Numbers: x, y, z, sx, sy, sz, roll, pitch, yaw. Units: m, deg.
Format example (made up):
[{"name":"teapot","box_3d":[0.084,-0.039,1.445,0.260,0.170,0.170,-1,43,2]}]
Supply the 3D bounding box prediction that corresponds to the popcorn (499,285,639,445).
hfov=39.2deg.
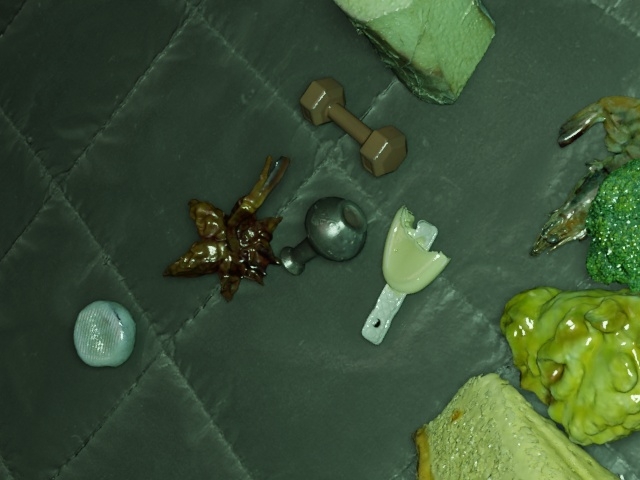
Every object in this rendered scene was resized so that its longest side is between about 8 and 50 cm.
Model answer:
[{"name":"popcorn","box_3d":[0.389,0.181,1.292,0.286,0.173,0.225,-2,91,56]}]

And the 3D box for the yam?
[{"name":"yam","box_3d":[0.147,-0.385,1.513,0.201,0.271,0.202,33,91,33]}]

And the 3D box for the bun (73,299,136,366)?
[{"name":"bun","box_3d":[-0.436,0.192,1.848,0.140,0.083,0.141,-2,85,22]}]

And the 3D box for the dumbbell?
[{"name":"dumbbell","box_3d":[0.058,-0.209,1.635,0.082,0.092,0.231,-38,58,-15]}]

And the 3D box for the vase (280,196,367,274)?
[{"name":"vase","box_3d":[0.000,0.000,1.620,0.183,0.120,0.120,-37,62,39]}]

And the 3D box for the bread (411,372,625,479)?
[{"name":"bread","box_3d":[0.319,0.383,1.342,0.248,0.279,0.315,-58,19,27]}]

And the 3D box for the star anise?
[{"name":"star anise","box_3d":[-0.161,-0.029,1.690,0.346,0.148,0.237,-45,64,30]}]

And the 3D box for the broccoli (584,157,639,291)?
[{"name":"broccoli","box_3d":[0.493,-0.025,1.254,0.261,0.241,0.269,-51,14,-2]}]

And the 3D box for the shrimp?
[{"name":"shrimp","box_3d":[0.414,-0.108,1.424,0.296,0.058,0.169,-43,55,11]}]

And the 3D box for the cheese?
[{"name":"cheese","box_3d":[0.135,0.068,1.550,0.127,0.049,0.235,32,95,31]}]
